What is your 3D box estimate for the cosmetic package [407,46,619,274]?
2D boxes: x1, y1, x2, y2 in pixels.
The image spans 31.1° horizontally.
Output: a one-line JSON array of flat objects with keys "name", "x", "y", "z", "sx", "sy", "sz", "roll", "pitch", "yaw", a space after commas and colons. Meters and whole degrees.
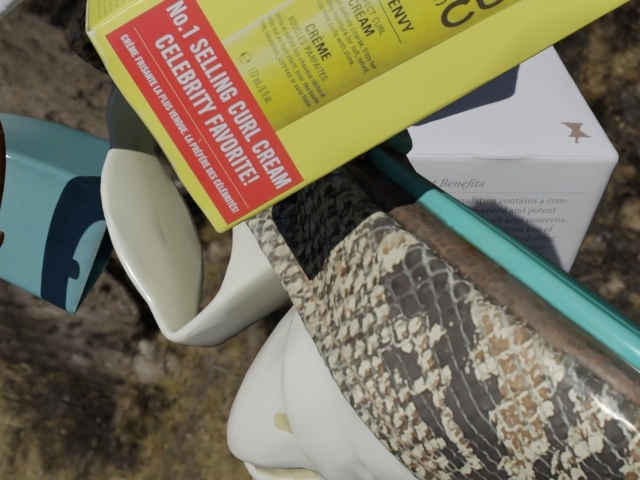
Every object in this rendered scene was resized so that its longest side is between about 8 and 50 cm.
[{"name": "cosmetic package", "x": 0.157, "y": -0.067, "z": 1.617, "sx": 0.327, "sy": 0.329, "sz": 0.394, "roll": -105, "pitch": 21, "yaw": -45}]

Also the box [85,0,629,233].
[{"name": "box", "x": 0.042, "y": -0.100, "z": 0.381, "sx": 0.232, "sy": 0.087, "sz": 0.058, "roll": -28, "pitch": 26, "yaw": 4}]

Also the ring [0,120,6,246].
[{"name": "ring", "x": -0.368, "y": 0.023, "z": 1.061, "sx": 0.336, "sy": 0.032, "sz": 0.336, "roll": 21, "pitch": -90, "yaw": -85}]

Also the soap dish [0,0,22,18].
[{"name": "soap dish", "x": -0.242, "y": -0.144, "z": 0.608, "sx": 0.291, "sy": 0.118, "sz": 0.229, "roll": -24, "pitch": 24, "yaw": 29}]

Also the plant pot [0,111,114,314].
[{"name": "plant pot", "x": -0.356, "y": -0.054, "z": 1.374, "sx": 0.165, "sy": 0.234, "sz": 0.166, "roll": -78, "pitch": 11, "yaw": -69}]

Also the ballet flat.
[{"name": "ballet flat", "x": 0.000, "y": 0.000, "z": 0.540, "sx": 0.182, "sy": 0.164, "sz": 0.483, "roll": -46, "pitch": 49, "yaw": 11}]

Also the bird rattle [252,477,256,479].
[{"name": "bird rattle", "x": 0.036, "y": 0.143, "z": 0.853, "sx": 0.143, "sy": 0.253, "sz": 0.207, "roll": 0, "pitch": 23, "yaw": 42}]
